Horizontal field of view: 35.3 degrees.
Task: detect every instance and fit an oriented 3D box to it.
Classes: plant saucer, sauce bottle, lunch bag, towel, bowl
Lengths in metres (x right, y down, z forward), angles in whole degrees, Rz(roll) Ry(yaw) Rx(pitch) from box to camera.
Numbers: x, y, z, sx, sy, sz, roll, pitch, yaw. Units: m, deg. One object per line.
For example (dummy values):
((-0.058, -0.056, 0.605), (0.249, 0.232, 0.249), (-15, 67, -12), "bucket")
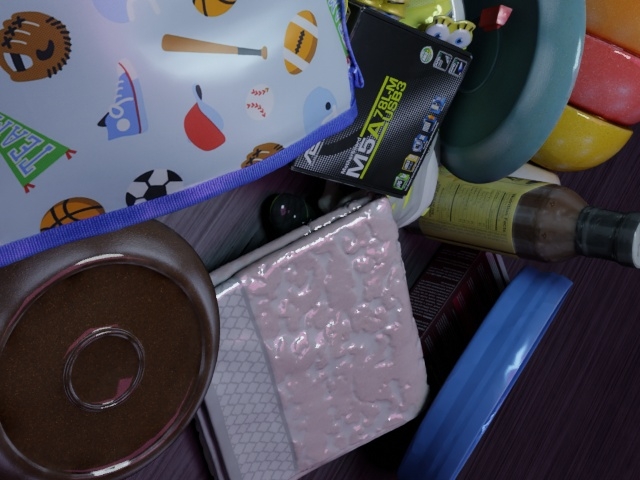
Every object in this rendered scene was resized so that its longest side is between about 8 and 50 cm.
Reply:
((-0.224, 0.123, 1.005), (0.311, 0.050, 0.310), (-14, 113, -35), "plant saucer")
((0.273, -0.028, 1.355), (0.111, 0.344, 0.111), (-21, 117, -47), "sauce bottle")
((-0.167, -0.196, 0.808), (0.385, 0.239, 0.328), (-19, 120, -13), "lunch bag")
((-0.015, 0.144, 1.230), (0.317, 0.053, 0.332), (-27, 123, -21), "towel")
((0.236, 0.208, 1.470), (0.391, 0.077, 0.391), (-53, 165, -21), "bowl")
((0.208, -0.231, 1.265), (0.044, 0.317, 0.317), (9, 95, -26), "plant saucer")

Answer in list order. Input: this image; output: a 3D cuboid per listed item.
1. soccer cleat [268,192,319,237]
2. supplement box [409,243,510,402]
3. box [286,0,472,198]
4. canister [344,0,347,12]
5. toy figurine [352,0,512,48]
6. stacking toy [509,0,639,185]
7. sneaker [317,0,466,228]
((0.000, 0.000, 1.255), (0.060, 0.072, 0.179), (-60, 138, -17), "soccer cleat")
((0.189, 0.110, 1.511), (0.239, 0.073, 0.130), (-51, 135, -27), "supplement box")
((0.062, -0.152, 1.126), (0.184, 0.045, 0.190), (12, 109, -44), "box")
((-0.040, -0.204, 1.067), (0.073, 0.170, 0.126), (21, 83, -14), "canister")
((0.101, -0.346, 1.050), (0.362, 0.217, 0.191), (19, 87, -23), "toy figurine")
((0.382, -0.224, 1.505), (0.351, 0.350, 0.480), (6, 112, -50), "stacking toy")
((0.079, -0.191, 1.234), (0.147, 0.145, 0.384), (-14, 111, -47), "sneaker")
